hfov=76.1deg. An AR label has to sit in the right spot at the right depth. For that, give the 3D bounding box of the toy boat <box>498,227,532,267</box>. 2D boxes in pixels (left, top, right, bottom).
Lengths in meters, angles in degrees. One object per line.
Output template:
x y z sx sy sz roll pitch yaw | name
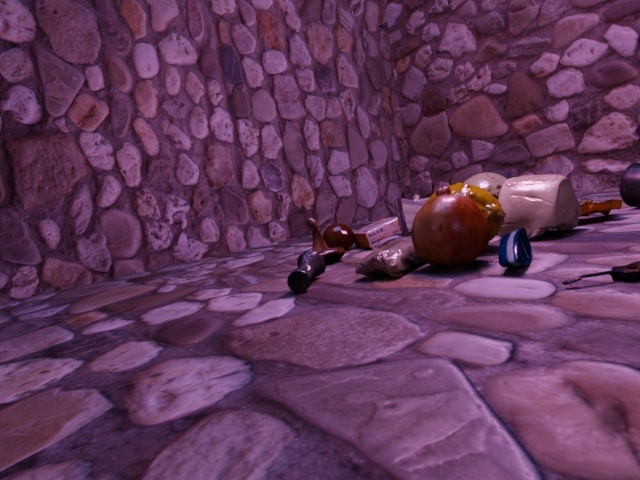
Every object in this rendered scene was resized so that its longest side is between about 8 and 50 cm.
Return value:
0.581 0.028 1.224 0.061 0.096 0.299 -19 2 33 | toy boat

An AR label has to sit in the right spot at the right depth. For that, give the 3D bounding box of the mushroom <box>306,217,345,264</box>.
0.000 0.000 1.834 0.226 0.218 0.147 -13 6 -37 | mushroom

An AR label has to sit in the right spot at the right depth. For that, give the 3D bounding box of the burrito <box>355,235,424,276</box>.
0.271 0.056 1.448 0.174 0.107 0.347 13 21 39 | burrito

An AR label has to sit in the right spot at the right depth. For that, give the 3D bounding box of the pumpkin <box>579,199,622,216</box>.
1.162 -0.129 1.796 0.258 0.095 0.290 -11 1 24 | pumpkin

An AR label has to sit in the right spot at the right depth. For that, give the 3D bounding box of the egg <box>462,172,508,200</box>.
0.795 -0.179 1.969 0.287 0.288 0.379 -8 -6 16 | egg

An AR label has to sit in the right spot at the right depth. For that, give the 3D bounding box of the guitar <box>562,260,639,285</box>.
0.660 0.077 0.916 0.233 0.026 0.088 -10 6 1 | guitar

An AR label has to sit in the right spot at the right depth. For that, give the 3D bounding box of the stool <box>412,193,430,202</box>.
0.522 -0.110 1.902 0.198 0.196 0.195 7 -11 18 | stool

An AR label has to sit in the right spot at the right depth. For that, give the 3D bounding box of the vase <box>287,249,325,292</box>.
-0.054 0.111 1.442 0.115 0.116 0.237 -8 8 11 | vase

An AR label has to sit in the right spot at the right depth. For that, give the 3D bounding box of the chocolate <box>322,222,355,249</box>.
0.104 -0.018 2.185 0.176 0.177 0.177 -9 5 1 | chocolate

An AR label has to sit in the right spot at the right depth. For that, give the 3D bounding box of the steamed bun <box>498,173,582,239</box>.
0.851 -0.117 1.634 0.290 0.274 0.272 -9 20 43 | steamed bun

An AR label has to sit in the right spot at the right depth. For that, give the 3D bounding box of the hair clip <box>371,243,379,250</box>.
0.362 0.014 2.027 0.225 0.034 0.072 -13 7 -31 | hair clip

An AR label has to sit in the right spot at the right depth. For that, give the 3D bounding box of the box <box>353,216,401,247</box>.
0.299 -0.042 2.167 0.220 0.091 0.274 -25 5 -12 | box

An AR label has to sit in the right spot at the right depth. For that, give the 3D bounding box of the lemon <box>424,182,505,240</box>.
0.543 -0.088 1.586 0.284 0.286 0.316 -9 12 5 | lemon

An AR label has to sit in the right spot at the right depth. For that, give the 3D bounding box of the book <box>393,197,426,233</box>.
0.414 -0.095 1.733 0.230 0.158 0.026 5 -25 -30 | book

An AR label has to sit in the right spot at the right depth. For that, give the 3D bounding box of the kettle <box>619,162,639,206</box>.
1.572 -0.239 1.833 0.268 0.208 0.290 18 0 -23 | kettle

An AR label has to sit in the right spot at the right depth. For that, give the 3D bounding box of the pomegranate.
0.424 -0.048 1.350 0.251 0.271 0.229 -5 -6 -33 | pomegranate

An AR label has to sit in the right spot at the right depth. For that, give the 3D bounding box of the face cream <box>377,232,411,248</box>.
0.353 0.008 1.834 0.162 0.080 0.336 -10 1 16 | face cream
